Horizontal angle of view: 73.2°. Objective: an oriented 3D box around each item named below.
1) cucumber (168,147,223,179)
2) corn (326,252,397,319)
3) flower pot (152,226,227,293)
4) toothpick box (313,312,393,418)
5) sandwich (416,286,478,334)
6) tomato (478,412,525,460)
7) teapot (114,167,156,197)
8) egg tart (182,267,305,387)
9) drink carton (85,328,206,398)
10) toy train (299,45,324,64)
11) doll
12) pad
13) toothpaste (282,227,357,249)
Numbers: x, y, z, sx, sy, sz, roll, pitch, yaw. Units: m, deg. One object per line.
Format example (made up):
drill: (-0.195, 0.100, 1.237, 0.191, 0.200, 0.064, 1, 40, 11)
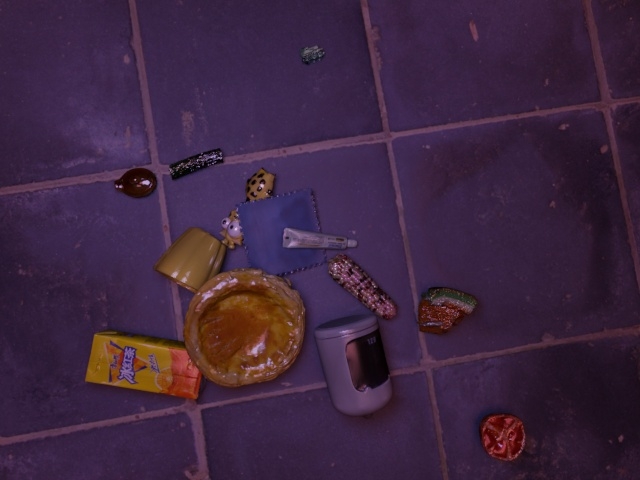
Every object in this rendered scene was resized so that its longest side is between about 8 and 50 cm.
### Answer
cucumber: (-0.416, -0.258, 1.443, 0.187, 0.058, 0.058, -21, 88, -3)
corn: (0.137, 0.153, 1.433, 0.280, 0.092, 0.092, 42, 86, -4)
flower pot: (-0.399, 0.063, 1.371, 0.195, 0.195, 0.179, 29, 74, -1)
toothpick box: (0.104, 0.407, 1.363, 0.229, 0.229, 0.316, -13, 89, -3)
sandwich: (0.420, 0.237, 1.426, 0.184, 0.109, 0.160, 9, 84, -2)
tomato: (0.593, 0.642, 1.429, 0.155, 0.069, 0.156, 0, 83, -3)
teapot: (-0.609, -0.191, 1.420, 0.129, 0.078, 0.098, -9, 87, -3)
egg tart: (-0.233, 0.262, 1.342, 0.387, 0.169, 0.388, -3, 97, -20)
drink carton: (-0.541, 0.390, 1.377, 0.351, 0.111, 0.155, 10, 86, -1)
toy train: (-0.029, -0.646, 1.494, 0.083, 0.033, 0.053, -22, 84, -4)
doll: (-0.245, -0.108, 1.430, 0.117, 0.086, 0.291, 29, 87, 35)
pad: (-0.124, -0.019, 1.416, 0.269, 0.012, 0.270, -13, 98, -17)
toothpaste: (0.000, 0.000, 1.432, 0.255, 0.037, 0.067, 4, 98, -15)
